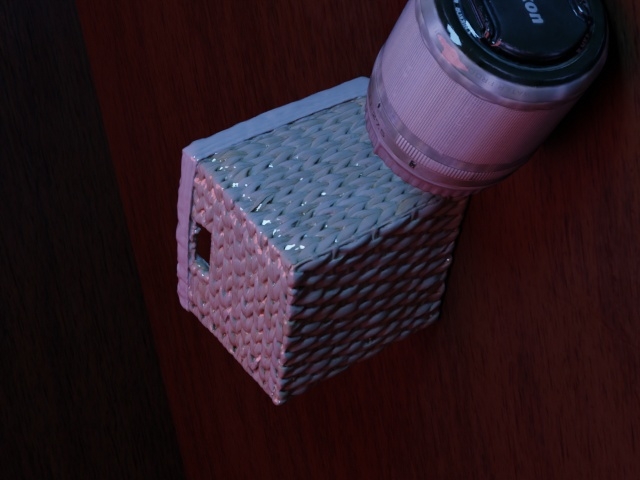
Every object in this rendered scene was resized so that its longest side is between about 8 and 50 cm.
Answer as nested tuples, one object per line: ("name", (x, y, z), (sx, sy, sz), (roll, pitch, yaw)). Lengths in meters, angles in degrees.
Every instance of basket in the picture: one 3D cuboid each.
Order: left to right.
("basket", (0.000, 0.000, 2.036), (0.266, 0.331, 0.328), (46, 147, 31))

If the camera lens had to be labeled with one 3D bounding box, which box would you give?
("camera lens", (0.183, -0.197, 1.625), (0.219, 0.219, 0.274), (62, 154, 16))
